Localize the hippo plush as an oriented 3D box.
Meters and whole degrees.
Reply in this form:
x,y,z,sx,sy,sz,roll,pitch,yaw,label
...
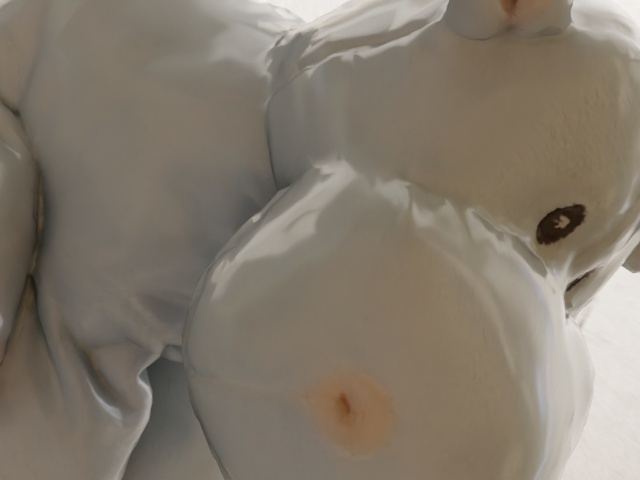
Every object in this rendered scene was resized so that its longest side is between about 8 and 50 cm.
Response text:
x,y,z,sx,sy,sz,roll,pitch,yaw,label
0.000,0.000,0.483,0.236,0.234,0.294,8,-117,30,hippo plush
